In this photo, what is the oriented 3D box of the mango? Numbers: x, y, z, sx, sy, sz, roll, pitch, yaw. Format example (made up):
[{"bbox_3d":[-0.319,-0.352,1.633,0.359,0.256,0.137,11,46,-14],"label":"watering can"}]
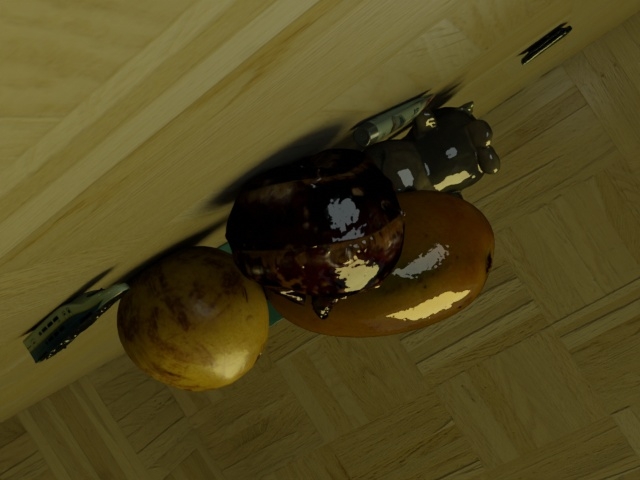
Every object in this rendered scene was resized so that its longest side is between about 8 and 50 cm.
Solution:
[{"bbox_3d":[0.110,0.048,1.347,0.446,0.232,0.300,-12,-145,1],"label":"mango"}]

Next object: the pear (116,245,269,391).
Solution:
[{"bbox_3d":[-0.231,0.148,1.328,0.281,0.280,0.281,-33,179,-1],"label":"pear"}]

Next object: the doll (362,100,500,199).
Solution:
[{"bbox_3d":[0.218,-0.146,1.627,0.383,0.252,0.378,-27,180,13],"label":"doll"}]

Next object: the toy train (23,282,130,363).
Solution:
[{"bbox_3d":[-0.385,0.118,1.125,0.234,0.051,0.052,-38,177,29],"label":"toy train"}]

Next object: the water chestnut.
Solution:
[{"bbox_3d":[0.000,0.000,1.128,0.300,0.300,0.300,-33,179,-1],"label":"water chestnut"}]

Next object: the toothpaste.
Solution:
[{"bbox_3d":[0.137,-0.223,1.293,0.239,0.039,0.062,-34,173,-46],"label":"toothpaste"}]

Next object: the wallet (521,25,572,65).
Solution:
[{"bbox_3d":[0.548,-0.479,1.728,0.129,0.026,0.088,-35,-179,35],"label":"wallet"}]

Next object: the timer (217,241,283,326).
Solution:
[{"bbox_3d":[-0.171,0.105,1.749,0.250,0.231,0.091,-31,179,-18],"label":"timer"}]
